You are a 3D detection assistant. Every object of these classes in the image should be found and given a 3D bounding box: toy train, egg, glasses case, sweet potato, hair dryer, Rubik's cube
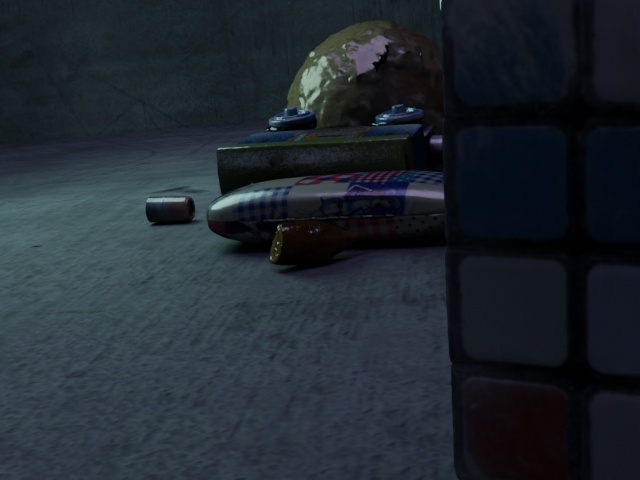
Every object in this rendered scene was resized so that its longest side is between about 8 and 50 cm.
[{"bbox_3d":[0.019,-0.109,1.281,0.299,0.131,0.202,-2,20,21],"label":"toy train"},{"bbox_3d":[0.080,-0.217,1.506,0.310,0.279,0.279,-29,22,-28],"label":"egg"},{"bbox_3d":[0.025,-0.039,1.107,0.327,0.076,0.125,-3,14,17],"label":"glasses case"},{"bbox_3d":[0.000,0.000,1.009,0.117,0.049,0.049,-7,11,-24],"label":"sweet potato"},{"bbox_3d":[-0.204,-0.048,1.375,0.063,0.037,0.114,-1,5,14],"label":"hair dryer"},{"bbox_3d":[0.221,-0.020,0.488,0.256,0.259,0.253,0,14,27],"label":"Rubik's cube"}]
